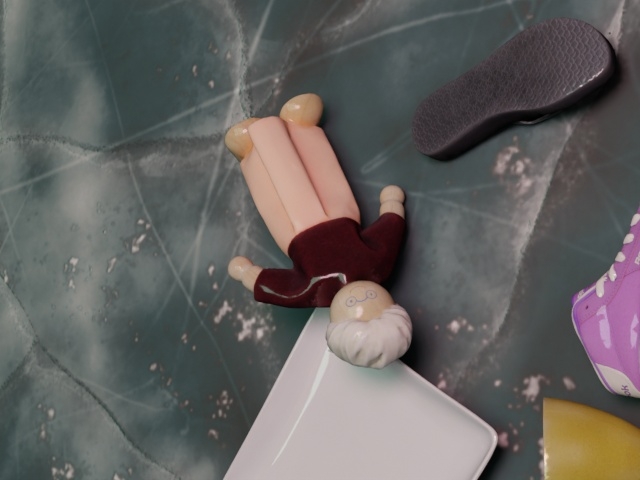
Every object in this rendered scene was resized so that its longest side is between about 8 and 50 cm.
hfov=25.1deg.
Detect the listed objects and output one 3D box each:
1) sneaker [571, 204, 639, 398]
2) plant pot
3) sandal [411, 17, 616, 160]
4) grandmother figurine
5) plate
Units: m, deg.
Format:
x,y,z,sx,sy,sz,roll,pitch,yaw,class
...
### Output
x,y,z,sx,sy,sz,roll,pitch,yaw,class
0.302,0.009,1.344,0.161,0.102,0.282,-6,78,40,sneaker
0.256,0.212,1.333,0.095,0.134,0.134,-2,78,9,plant pot
0.203,-0.156,1.491,0.254,0.054,0.097,-21,61,43,sandal
0.000,0.000,1.543,0.207,0.104,0.342,-30,54,3,grandmother figurine
0.037,0.249,1.535,0.277,0.045,0.278,36,103,36,plate
